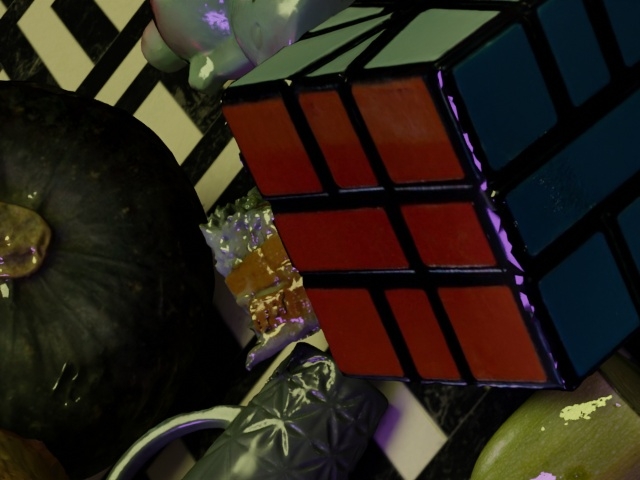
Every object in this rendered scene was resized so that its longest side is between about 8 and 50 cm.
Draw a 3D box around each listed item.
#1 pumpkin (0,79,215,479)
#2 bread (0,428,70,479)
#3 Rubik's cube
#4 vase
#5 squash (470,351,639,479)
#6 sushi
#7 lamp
[{"bbox_3d":[-0.330,0.044,2.022,0.344,0.454,0.454,121,167,-67],"label":"pumpkin"},{"bbox_3d":[-0.376,0.337,1.779,0.398,0.398,0.215,-55,42,3],"label":"bread"},{"bbox_3d":[0.137,-0.069,1.564,0.293,0.283,0.288,0,31,48],"label":"Rubik's cube"},{"bbox_3d":[-0.071,0.235,1.783,0.251,0.156,0.301,32,82,27],"label":"vase"},{"bbox_3d":[0.189,0.172,1.539,0.186,0.123,0.123,-42,37,20],"label":"squash"},{"bbox_3d":[0.000,0.000,1.822,0.184,0.139,0.274,-20,9,36],"label":"sushi"},{"bbox_3d":[-0.076,-0.271,2.116,0.301,0.247,0.247,30,90,48],"label":"lamp"}]
